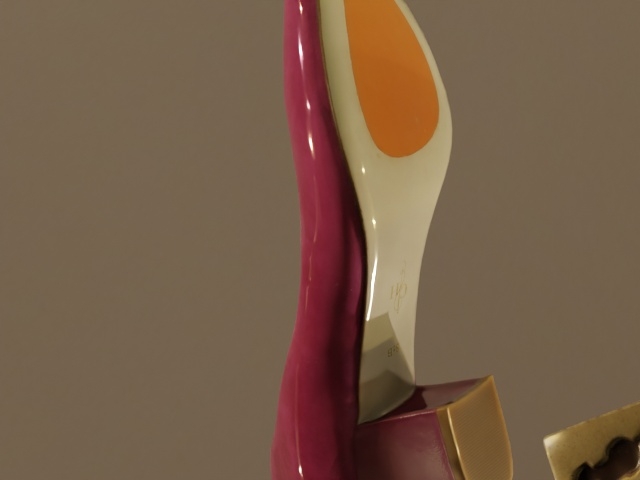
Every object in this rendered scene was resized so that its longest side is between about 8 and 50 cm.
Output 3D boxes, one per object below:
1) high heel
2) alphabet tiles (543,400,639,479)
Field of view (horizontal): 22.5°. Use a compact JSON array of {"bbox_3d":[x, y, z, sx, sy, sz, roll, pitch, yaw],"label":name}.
[{"bbox_3d":[0.000,0.000,0.664,0.117,0.082,0.244,-10,-78,39],"label":"high heel"},{"bbox_3d":[0.147,0.144,0.420,0.198,0.009,0.237,-25,-110,24],"label":"alphabet tiles"}]
